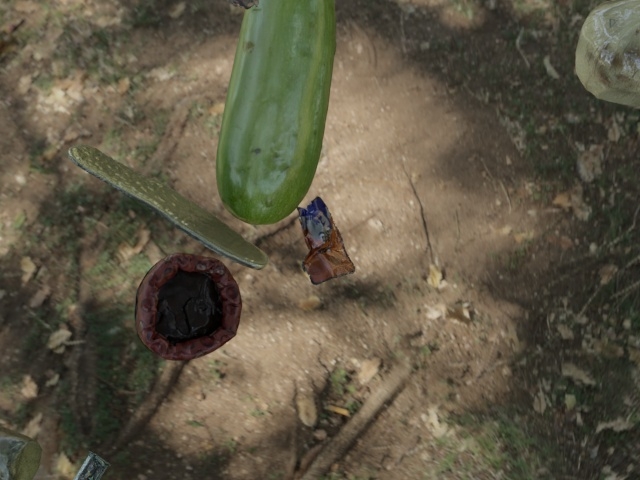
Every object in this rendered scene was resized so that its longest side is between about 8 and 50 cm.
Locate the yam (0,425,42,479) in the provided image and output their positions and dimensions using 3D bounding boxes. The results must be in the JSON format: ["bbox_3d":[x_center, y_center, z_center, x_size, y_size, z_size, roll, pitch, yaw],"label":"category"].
[{"bbox_3d":[-0.418,0.203,0.930,0.274,0.061,0.061,12,75,22],"label":"yam"}]

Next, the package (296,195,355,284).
[{"bbox_3d":[-0.001,0.000,1.112,0.033,0.077,0.110,-17,93,33],"label":"package"}]

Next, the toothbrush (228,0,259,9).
[{"bbox_3d":[-0.053,-0.152,0.252,0.042,0.413,0.035,-45,83,1],"label":"toothbrush"}]

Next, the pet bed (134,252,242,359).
[{"bbox_3d":[-0.231,0.116,1.519,0.201,0.053,0.201,4,82,-28],"label":"pet bed"}]

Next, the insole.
[{"bbox_3d":[-0.163,-0.039,0.943,0.248,0.081,0.011,31,109,-2],"label":"insole"}]

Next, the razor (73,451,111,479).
[{"bbox_3d":[-0.144,0.269,0.782,0.211,0.036,0.084,19,62,18],"label":"razor"}]

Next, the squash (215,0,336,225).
[{"bbox_3d":[-0.039,-0.195,0.955,0.118,0.118,0.370,16,103,20],"label":"squash"}]

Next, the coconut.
[{"bbox_3d":[0.582,-0.359,1.598,0.224,0.224,0.224,-5,70,14],"label":"coconut"}]
